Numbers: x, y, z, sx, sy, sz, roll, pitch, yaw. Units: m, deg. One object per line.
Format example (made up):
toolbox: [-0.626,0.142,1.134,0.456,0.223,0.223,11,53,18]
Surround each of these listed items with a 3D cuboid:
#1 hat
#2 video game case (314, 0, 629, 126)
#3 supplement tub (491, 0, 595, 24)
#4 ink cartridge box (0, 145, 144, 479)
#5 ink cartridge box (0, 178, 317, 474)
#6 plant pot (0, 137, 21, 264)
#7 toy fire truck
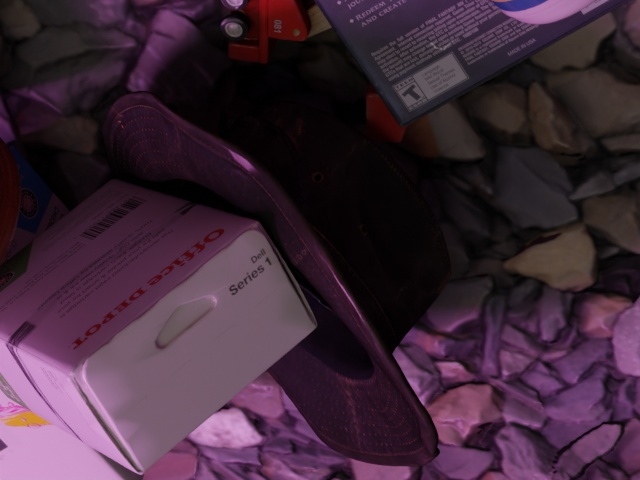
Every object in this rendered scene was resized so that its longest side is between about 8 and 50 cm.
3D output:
hat: [0.000,0.000,1.316,0.331,0.134,0.331,42,159,21]
video game case: [0.065,-0.222,1.178,0.196,0.026,0.274,-29,118,14]
supplement tub: [0.094,-0.234,1.073,0.199,0.144,0.144,36,128,-22]
ink cartridge box: [-0.249,0.085,1.449,0.168,0.171,0.233,-22,122,29]
ink cartridge box: [-0.129,0.051,1.249,0.219,0.160,0.092,18,143,57]
plant pot: [-0.385,-0.064,1.256,0.272,0.272,0.265,-11,138,22]
toy fire truck: [0.003,-0.161,1.261,0.135,0.047,0.192,8,130,7]
